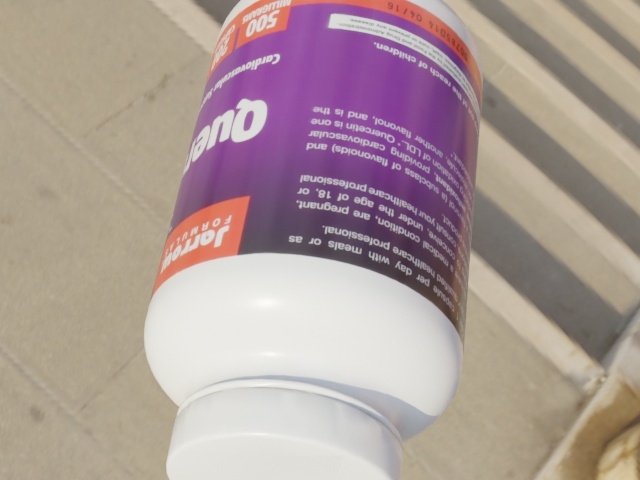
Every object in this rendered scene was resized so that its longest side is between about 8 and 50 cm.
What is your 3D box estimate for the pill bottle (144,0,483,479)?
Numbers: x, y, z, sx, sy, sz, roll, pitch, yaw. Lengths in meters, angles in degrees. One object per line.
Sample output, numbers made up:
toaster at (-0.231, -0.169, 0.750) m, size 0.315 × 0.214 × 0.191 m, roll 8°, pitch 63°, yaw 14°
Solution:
pill bottle at (0.000, 0.000, 0.708) m, size 0.182 × 0.181 × 0.322 m, roll 18°, pitch 53°, yaw -12°
